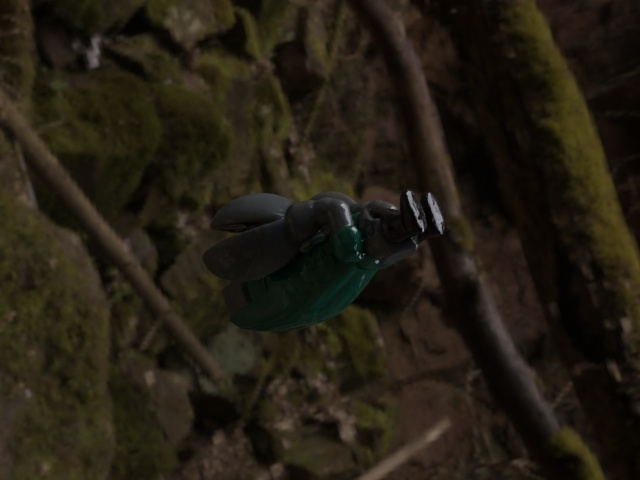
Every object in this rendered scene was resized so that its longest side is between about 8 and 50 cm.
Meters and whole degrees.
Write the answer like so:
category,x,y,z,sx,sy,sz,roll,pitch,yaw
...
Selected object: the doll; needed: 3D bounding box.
category,x,y,z,sx,sy,sz,roll,pitch,yaw
doll,0.008,0.005,1.309,0.195,0.258,0.153,48,26,-69
